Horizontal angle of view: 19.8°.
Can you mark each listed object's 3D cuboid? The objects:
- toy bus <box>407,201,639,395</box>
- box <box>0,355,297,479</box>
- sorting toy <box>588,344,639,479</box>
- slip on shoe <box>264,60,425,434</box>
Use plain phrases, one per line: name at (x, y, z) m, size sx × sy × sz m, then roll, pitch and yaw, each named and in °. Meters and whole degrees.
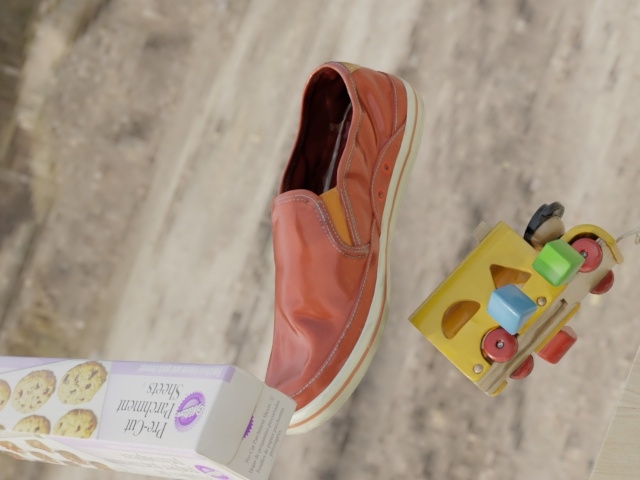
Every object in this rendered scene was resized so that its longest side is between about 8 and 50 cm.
toy bus at (0.165, 0.031, 1.513) m, size 0.202 × 0.104 × 0.191 m, roll -28°, pitch -27°, yaw -42°
box at (-0.146, 0.122, 1.276) m, size 0.324 × 0.063 × 0.067 m, roll -2°, pitch 61°, yaw 52°
sorting toy at (0.272, 0.160, 0.964) m, size 0.257 × 0.089 × 0.255 m, roll 4°, pitch 56°, yaw 36°
slip on shoe at (0.000, 0.000, 1.507) m, size 0.123 × 0.101 × 0.331 m, roll -14°, pitch 56°, yaw 51°
